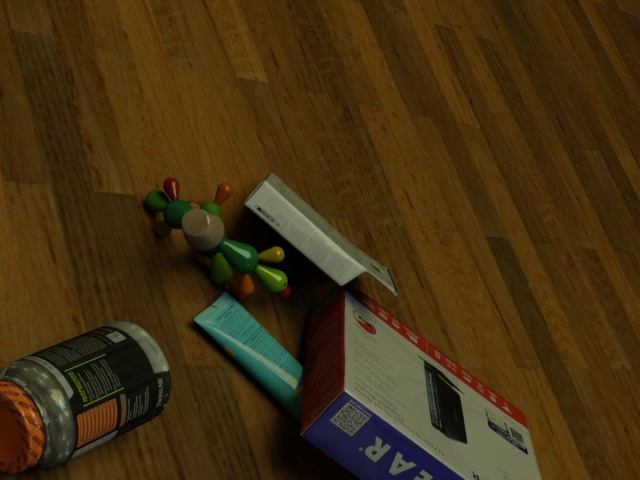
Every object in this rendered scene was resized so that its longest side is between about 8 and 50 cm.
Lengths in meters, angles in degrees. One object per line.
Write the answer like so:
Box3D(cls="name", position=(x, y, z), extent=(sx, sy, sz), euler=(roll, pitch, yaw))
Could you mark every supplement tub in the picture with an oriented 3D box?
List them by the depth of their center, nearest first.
Box3D(cls="supplement tub", position=(-0.257, 0.163, 1.214), extent=(0.190, 0.117, 0.117), euler=(-21, 73, -51))

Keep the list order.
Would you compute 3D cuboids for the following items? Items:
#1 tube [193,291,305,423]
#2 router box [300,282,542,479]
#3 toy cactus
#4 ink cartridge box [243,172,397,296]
Box3D(cls="tube", position=(-0.065, 0.152, 1.468), extent=(0.207, 0.052, 0.080), euler=(45, 30, 1))
Box3D(cls="router box", position=(0.132, 0.232, 1.481), extent=(0.335, 0.082, 0.301), euler=(37, 19, -14))
Box3D(cls="toy cactus", position=(-0.128, -0.010, 1.463), extent=(0.219, 0.112, 0.180), euler=(45, -3, 11))
Box3D(cls="ink cartridge box", position=(0.000, 0.000, 1.569), extent=(0.224, 0.045, 0.223), euler=(40, 5, -3))
